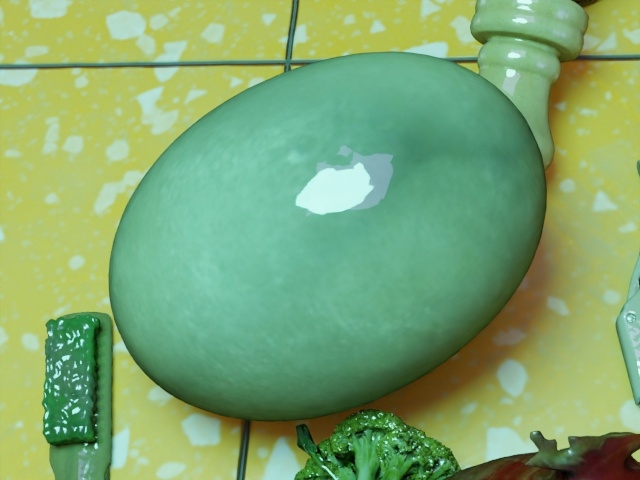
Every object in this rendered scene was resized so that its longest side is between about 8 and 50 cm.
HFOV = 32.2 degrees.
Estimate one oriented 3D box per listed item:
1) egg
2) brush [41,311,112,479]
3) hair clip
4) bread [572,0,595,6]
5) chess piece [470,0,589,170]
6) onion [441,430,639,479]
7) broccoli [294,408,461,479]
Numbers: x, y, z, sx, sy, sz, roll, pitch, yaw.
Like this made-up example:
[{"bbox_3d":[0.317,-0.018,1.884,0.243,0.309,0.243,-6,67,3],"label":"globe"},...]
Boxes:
[{"bbox_3d":[0.000,0.000,0.837,0.352,0.258,0.258,-28,61,13],"label":"egg"},{"bbox_3d":[-0.200,0.187,0.904,0.054,0.048,0.282,-9,64,8],"label":"brush"},{"bbox_3d":[0.271,0.026,0.916,0.072,0.034,0.226,16,69,20],"label":"hair clip"},{"bbox_3d":[0.226,-0.299,1.063,0.161,0.073,0.160,-3,65,7],"label":"bread"},{"bbox_3d":[0.176,-0.181,0.951,0.117,0.117,0.397,14,89,15],"label":"chess piece"},{"bbox_3d":[0.163,0.284,0.648,0.354,0.353,0.353,-4,63,7],"label":"onion"},{"bbox_3d":[0.042,0.192,0.820,0.130,0.120,0.131,-2,94,18],"label":"broccoli"}]
